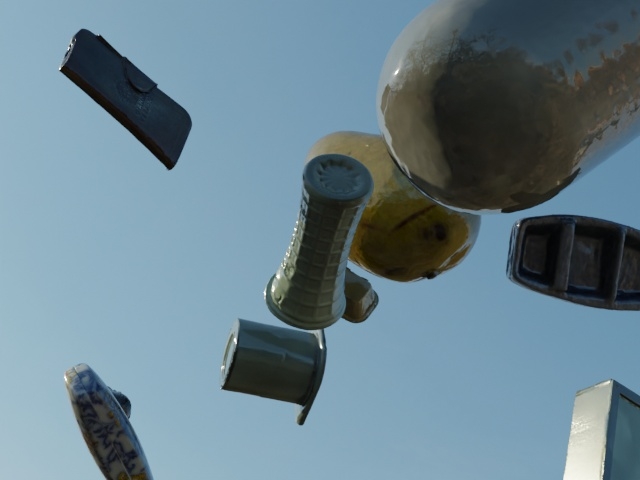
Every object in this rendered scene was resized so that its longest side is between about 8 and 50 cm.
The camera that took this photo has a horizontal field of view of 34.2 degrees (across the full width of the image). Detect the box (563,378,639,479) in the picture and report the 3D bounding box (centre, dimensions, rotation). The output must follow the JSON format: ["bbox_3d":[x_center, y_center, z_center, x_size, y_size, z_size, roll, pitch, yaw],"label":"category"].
[{"bbox_3d":[0.449,0.342,1.575,0.129,0.225,0.086,31,-37,-19],"label":"box"}]

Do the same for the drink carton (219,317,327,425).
[{"bbox_3d":[-0.101,0.246,2.156,0.190,0.185,0.191,16,-57,-11],"label":"drink carton"}]

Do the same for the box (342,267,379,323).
[{"bbox_3d":[0.050,0.117,2.445,0.177,0.111,0.111,32,-27,16],"label":"box"}]

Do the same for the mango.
[{"bbox_3d":[0.130,-0.093,2.136,0.445,0.301,0.220,41,1,33],"label":"mango"}]

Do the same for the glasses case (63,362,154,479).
[{"bbox_3d":[-0.276,0.269,1.383,0.065,0.087,0.248,-25,-53,-13],"label":"glasses case"}]

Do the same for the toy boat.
[{"bbox_3d":[0.399,0.036,1.479,0.283,0.127,0.078,11,-8,-11],"label":"toy boat"}]

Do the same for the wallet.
[{"bbox_3d":[-0.319,-0.242,1.729,0.031,0.137,0.255,-25,-53,33],"label":"wallet"}]

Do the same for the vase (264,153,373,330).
[{"bbox_3d":[0.000,0.000,1.683,0.143,0.143,0.298,15,-44,0],"label":"vase"}]

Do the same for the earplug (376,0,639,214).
[{"bbox_3d":[0.265,-0.215,1.357,0.312,0.394,0.312,44,-25,26],"label":"earplug"}]

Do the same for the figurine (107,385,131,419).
[{"bbox_3d":[-0.338,0.253,1.626,0.072,0.054,0.129,22,-2,-24],"label":"figurine"}]
